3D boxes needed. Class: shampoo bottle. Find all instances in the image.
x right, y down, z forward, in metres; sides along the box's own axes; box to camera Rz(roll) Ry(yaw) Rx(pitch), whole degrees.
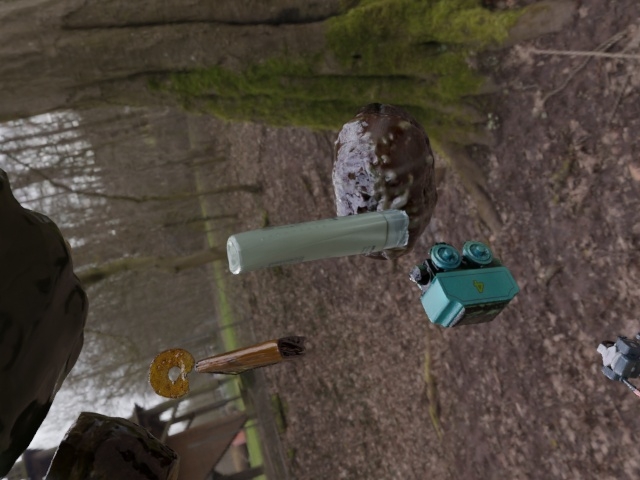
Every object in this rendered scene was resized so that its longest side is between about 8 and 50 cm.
[{"bbox_3d":[0.000,0.000,0.730,0.072,0.213,0.049,149,110,-69],"label":"shampoo bottle"}]

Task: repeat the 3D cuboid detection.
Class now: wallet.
[{"bbox_3d":[-0.117,0.216,1.153,0.195,0.161,0.041,36,-144,-75],"label":"wallet"}]

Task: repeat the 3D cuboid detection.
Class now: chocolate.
[{"bbox_3d":[0.133,-0.104,1.368,0.210,0.225,0.340,-68,-26,-50],"label":"chocolate"}]

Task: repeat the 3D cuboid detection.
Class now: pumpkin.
[{"bbox_3d":[-0.252,0.354,0.680,0.222,0.139,0.317,116,166,-69],"label":"pumpkin"}]

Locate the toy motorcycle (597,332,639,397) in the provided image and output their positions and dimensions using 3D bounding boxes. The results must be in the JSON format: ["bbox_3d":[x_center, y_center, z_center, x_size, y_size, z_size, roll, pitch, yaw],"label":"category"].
[{"bbox_3d":[0.671,0.253,1.255,0.150,0.221,0.102,-101,25,-63],"label":"toy motorcycle"}]

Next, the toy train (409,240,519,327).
[{"bbox_3d":[0.276,0.085,1.216,0.107,0.198,0.154,112,146,-47],"label":"toy train"}]

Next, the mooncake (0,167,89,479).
[{"bbox_3d":[-0.378,0.050,0.508,0.194,0.357,0.356,-79,-10,-46],"label":"mooncake"}]

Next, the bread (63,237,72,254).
[{"bbox_3d":[-0.467,0.143,0.976,0.316,0.054,0.315,-32,44,37],"label":"bread"}]

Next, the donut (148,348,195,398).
[{"bbox_3d":[-0.323,0.290,1.373,0.043,0.097,0.108,116,170,-66],"label":"donut"}]
